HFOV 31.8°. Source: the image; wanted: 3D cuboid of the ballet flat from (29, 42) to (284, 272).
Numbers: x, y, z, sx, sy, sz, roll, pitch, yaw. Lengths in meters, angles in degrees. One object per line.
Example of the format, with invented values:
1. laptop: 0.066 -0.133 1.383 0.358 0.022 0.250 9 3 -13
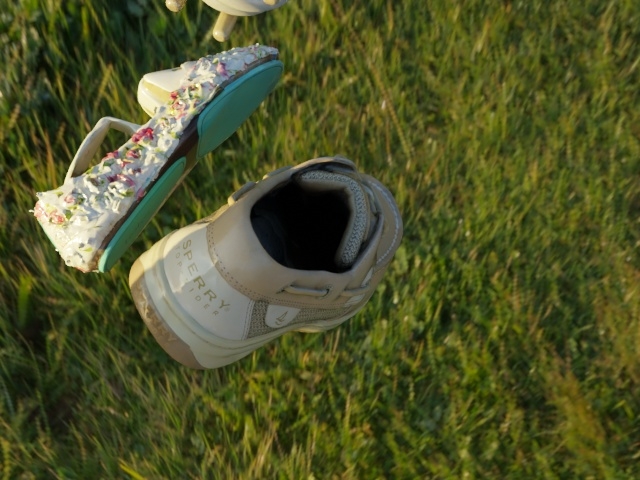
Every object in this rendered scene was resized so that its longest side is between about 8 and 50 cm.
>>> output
1. ballet flat: -0.122 -0.079 0.838 0.077 0.091 0.241 35 62 7

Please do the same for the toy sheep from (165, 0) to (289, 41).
1. toy sheep: -0.040 -0.165 0.615 0.091 0.132 0.091 7 78 -34

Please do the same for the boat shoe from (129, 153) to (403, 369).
1. boat shoe: 0.000 0.000 0.825 0.110 0.341 0.122 -36 88 26
